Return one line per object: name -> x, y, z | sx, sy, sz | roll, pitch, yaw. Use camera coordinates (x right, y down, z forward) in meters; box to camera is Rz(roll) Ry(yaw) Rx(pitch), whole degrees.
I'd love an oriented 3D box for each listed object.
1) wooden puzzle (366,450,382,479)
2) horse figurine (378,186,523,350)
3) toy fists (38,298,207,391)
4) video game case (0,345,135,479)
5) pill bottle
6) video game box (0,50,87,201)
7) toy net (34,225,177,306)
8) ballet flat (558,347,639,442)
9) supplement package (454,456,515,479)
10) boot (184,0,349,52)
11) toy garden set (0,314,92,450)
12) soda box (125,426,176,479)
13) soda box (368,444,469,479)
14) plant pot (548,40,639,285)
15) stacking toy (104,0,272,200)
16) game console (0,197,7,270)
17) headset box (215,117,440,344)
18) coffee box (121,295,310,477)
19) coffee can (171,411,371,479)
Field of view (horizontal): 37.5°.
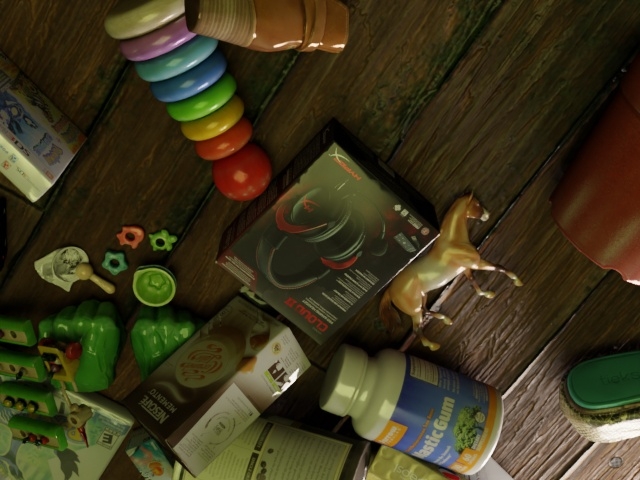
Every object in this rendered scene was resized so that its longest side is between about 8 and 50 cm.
wooden puzzle -> -0.003, 0.539, 1.698 | 0.322, 0.080, 0.348 | -8, 110, 5
horse figurine -> 0.185, 0.063, 1.473 | 0.263, 0.066, 0.174 | -38, 114, 15
toy fists -> -0.312, 0.164, 1.520 | 0.279, 0.096, 0.142 | 4, 123, -2
video game case -> -0.532, 0.341, 1.638 | 0.329, 0.036, 0.300 | 29, 113, -12
pill bottle -> 0.143, 0.265, 1.520 | 0.272, 0.152, 0.152 | 21, 114, -9
video game box -> -0.425, -0.165, 1.306 | 0.048, 0.205, 0.187 | -36, 110, 15
toy net -> -0.342, 0.038, 1.486 | 0.232, 0.045, 0.122 | 2, 115, 1
ballet flat -> 0.629, 0.222, 1.504 | 0.482, 0.164, 0.182 | -18, 135, 16
supplement package -> 0.250, 0.471, 1.639 | 0.179, 0.105, 0.105 | -39, 106, 18
boot -> -0.066, -0.383, 1.240 | 0.220, 0.283, 0.109 | 3, 162, -27
toy garden set -> -0.451, 0.242, 1.498 | 0.203, 0.049, 0.244 | 5, 118, 28
soda box -> -0.266, 0.407, 1.646 | 0.058, 0.063, 0.183 | -24, 112, 12
soda box -> 0.173, 0.394, 1.552 | 0.181, 0.058, 0.061 | 29, 100, 12
plant pot -> 0.471, -0.097, 1.296 | 0.272, 0.272, 0.265 | 27, 121, -11
stacking toy -> -0.169, -0.196, 1.331 | 0.141, 0.141, 0.330 | -20, 117, 11
game console -> -0.590, -0.114, 1.424 | 0.213, 0.044, 0.361 | 6, 115, -1
headset box -> 0.000, 0.000, 1.422 | 0.218, 0.110, 0.293 | 40, 110, -16
coffee box -> -0.158, 0.218, 1.442 | 0.246, 0.141, 0.098 | -43, 130, -19
coffee can -> -0.077, 0.384, 1.520 | 0.275, 0.201, 0.201 | 15, 116, 12
